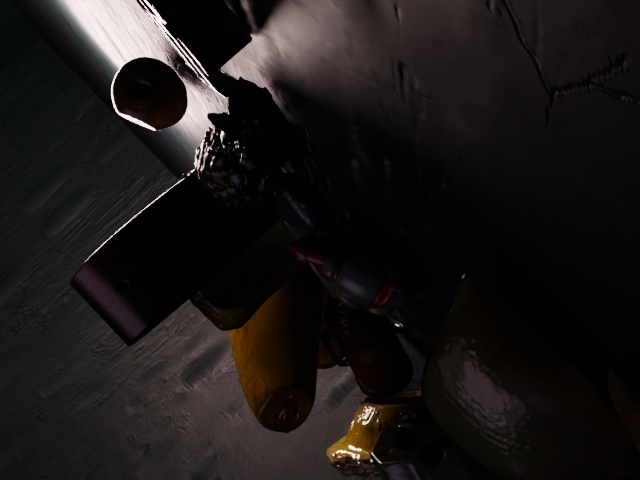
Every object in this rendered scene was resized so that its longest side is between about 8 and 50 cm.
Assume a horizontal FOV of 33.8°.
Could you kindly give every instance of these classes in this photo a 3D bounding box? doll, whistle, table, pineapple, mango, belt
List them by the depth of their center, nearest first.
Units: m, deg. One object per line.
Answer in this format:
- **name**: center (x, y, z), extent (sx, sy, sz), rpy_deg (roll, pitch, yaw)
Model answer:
- **table**: center (-0.128, -0.212, 0.916), extent (0.146, 0.062, 0.175), rpy_deg (50, 174, -30)
- **pineapple**: center (-0.080, -0.099, 1.158), extent (0.119, 0.111, 0.237), rpy_deg (18, 170, -12)
- **doll**: center (0.046, 0.035, 1.212), extent (0.142, 0.076, 0.245), rpy_deg (15, -174, -21)
- **belt**: center (-0.165, -0.008, 1.347), extent (0.122, 0.338, 0.217), rpy_deg (47, 135, 0)
- **whistle**: center (0.000, 0.000, 1.402), extent (0.062, 0.062, 0.312), rpy_deg (44, 173, 25)
- **mango**: center (-0.070, 0.118, 1.624), extent (0.187, 0.144, 0.359), rpy_deg (131, 139, -68)

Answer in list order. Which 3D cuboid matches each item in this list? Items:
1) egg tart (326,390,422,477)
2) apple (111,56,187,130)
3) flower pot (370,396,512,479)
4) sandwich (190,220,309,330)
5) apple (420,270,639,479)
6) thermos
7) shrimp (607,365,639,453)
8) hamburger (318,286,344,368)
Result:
- **egg tart**: center (0.143, 0.305, 1.672), extent (0.288, 0.288, 0.118), rpy_deg (-179, 83, -81)
- **apple**: center (-0.247, -0.215, 1.545), extent (0.114, 0.099, 0.102), rpy_deg (19, 174, 12)
- **flower pot**: center (0.191, 0.294, 1.147), extent (0.259, 0.290, 0.290), rpy_deg (58, 172, -8)
- **sandwich**: center (-0.119, 0.009, 1.526), extent (0.186, 0.214, 0.065), rpy_deg (43, 156, 21)
- **apple**: center (0.178, 0.148, 0.892), extent (0.193, 0.120, 0.265), rpy_deg (40, 175, 23)
- **thermos**: center (0.062, 0.142, 1.621), extent (0.099, 0.124, 0.232), rpy_deg (31, 157, 44)
- **shrimp**: center (0.282, 0.191, 0.764), extent (0.294, 0.062, 0.154), rpy_deg (55, -177, -36)
- **hamburger**: center (-0.007, 0.126, 1.799), extent (0.113, 0.185, 0.177), rpy_deg (-162, 74, -68)
